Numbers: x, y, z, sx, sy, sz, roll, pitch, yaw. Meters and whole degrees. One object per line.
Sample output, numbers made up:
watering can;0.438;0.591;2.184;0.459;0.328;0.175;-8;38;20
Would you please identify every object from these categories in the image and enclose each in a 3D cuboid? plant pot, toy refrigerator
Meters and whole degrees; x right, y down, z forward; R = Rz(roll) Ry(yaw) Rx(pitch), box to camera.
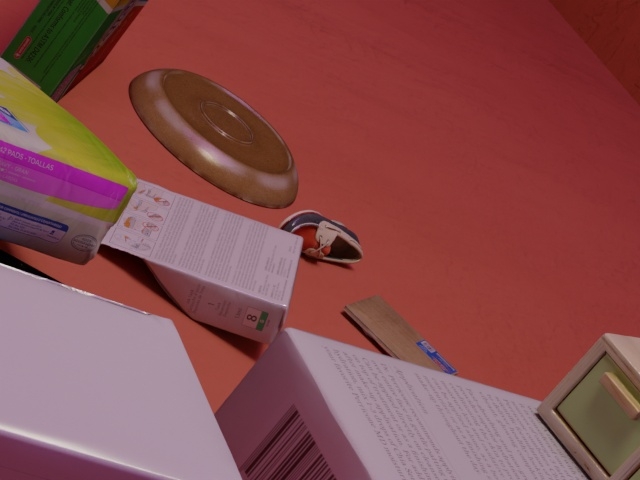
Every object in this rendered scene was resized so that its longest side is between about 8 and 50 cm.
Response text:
plant pot;-0.116;-0.128;2.202;0.236;0.032;0.236;32;22;-15
toy refrigerator;0.317;0.213;1.662;0.094;0.102;0.269;11;35;-51

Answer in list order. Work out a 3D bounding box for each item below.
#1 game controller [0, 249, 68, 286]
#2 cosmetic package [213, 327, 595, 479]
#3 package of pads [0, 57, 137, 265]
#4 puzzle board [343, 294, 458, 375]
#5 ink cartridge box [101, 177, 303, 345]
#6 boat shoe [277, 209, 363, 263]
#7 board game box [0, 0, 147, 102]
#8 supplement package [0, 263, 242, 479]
game controller;-0.289;0.052;1.498;0.319;0.067;0.166;30;22;-20
cosmetic package;0.128;0.248;1.644;0.453;0.161;0.230;19;29;-41
package of pads;-0.318;-0.104;1.635;0.229;0.101;0.296;21;14;-47
puzzle board;0.088;0.112;2.071;0.128;0.011;0.096;44;20;14
ink cartridge box;-0.134;0.014;1.885;0.225;0.056;0.181;18;23;-2
boat shoe;0.000;0.000;2.111;0.043;0.049;0.137;52;20;27
board game box;-0.230;-0.258;1.991;0.064;0.242;0.316;38;21;-5
supplement package;-0.207;0.118;1.133;0.262;0.145;0.204;20;21;-29
